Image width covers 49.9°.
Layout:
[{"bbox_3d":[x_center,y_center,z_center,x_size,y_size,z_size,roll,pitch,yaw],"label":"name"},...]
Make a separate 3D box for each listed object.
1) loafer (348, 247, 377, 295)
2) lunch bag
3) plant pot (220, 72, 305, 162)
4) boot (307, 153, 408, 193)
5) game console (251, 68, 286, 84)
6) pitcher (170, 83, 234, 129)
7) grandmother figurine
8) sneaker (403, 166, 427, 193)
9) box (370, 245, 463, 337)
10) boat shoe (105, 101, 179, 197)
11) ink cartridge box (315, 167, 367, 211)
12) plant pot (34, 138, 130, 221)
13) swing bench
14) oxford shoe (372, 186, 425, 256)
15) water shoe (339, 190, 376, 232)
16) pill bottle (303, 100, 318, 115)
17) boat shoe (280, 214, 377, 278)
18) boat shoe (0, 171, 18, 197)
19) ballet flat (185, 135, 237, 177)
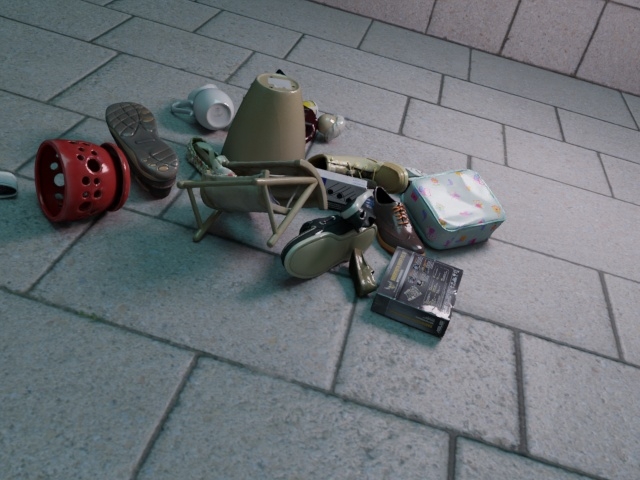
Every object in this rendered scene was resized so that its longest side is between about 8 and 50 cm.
[{"bbox_3d":[0.104,0.079,1.687,0.050,0.056,0.148,6,44,-15],"label":"loafer"},{"bbox_3d":[0.377,-0.096,1.962,0.279,0.108,0.224,-11,57,-35],"label":"lunch bag"},{"bbox_3d":[-0.146,-0.331,1.986,0.256,0.274,0.257,11,33,-7],"label":"plant pot"},{"bbox_3d":[0.104,-0.195,1.984,0.203,0.095,0.262,0,18,-39],"label":"boot"},{"bbox_3d":[-0.180,-0.577,2.519,0.071,0.107,0.122,25,22,-41],"label":"game console"},{"bbox_3d":[-0.374,-0.419,2.183,0.177,0.126,0.207,-22,33,-14],"label":"pitcher"},{"bbox_3d":[-0.085,-0.388,2.248,0.342,0.104,0.208,4,65,-12],"label":"grandmother figurine"},{"bbox_3d":[0.306,-0.159,2.091,0.234,0.078,0.106,14,31,-6],"label":"sneaker"},{"bbox_3d":[0.240,0.120,1.676,0.182,0.056,0.231,19,33,9],"label":"box"},{"bbox_3d":[-0.493,-0.244,1.855,0.132,0.130,0.355,-11,47,-29],"label":"boat shoe"},{"bbox_3d":[0.019,-0.142,1.934,0.206,0.097,0.046,14,33,-1],"label":"ink cartridge box"},{"bbox_3d":[-0.562,-0.144,1.634,0.174,0.191,0.191,-7,39,-44],"label":"plant pot"},{"bbox_3d":[-0.160,-0.111,1.679,0.253,0.165,0.254,2,25,34],"label":"swing bench"},{"bbox_3d":[0.200,-0.047,1.862,0.096,0.099,0.271,-7,38,-30],"label":"oxford shoe"},{"bbox_3d":[0.100,-0.067,1.715,0.080,0.072,0.203,57,22,-2],"label":"water shoe"},{"bbox_3d":[-0.070,-0.446,2.372,0.116,0.065,0.065,-16,44,-39],"label":"pill bottle"},{"bbox_3d":[0.001,-0.004,1.700,0.113,0.127,0.340,34,36,28],"label":"boat shoe"},{"bbox_3d":[-0.809,-0.123,1.618,0.184,0.066,0.063,1,34,-37],"label":"boat shoe"},{"bbox_3d":[-0.303,-0.217,1.935,0.091,0.077,0.241,-28,53,-37],"label":"ballet flat"}]
